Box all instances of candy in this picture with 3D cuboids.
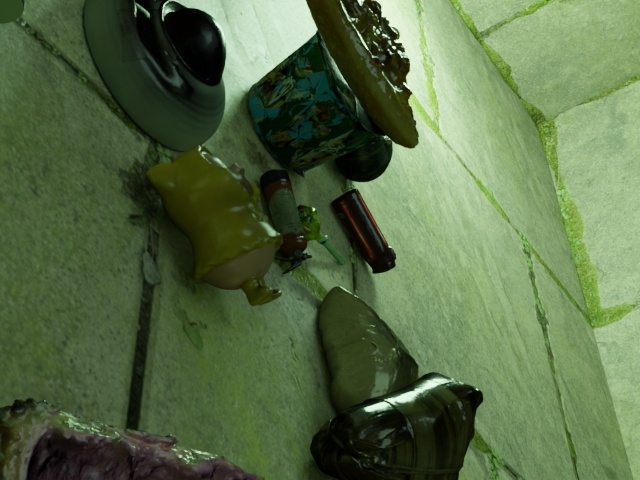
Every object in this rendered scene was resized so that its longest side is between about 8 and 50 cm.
[{"bbox_3d":[0.000,0.000,1.813,0.062,0.058,0.194,-63,146,-12],"label":"candy"}]

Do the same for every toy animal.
[{"bbox_3d":[-0.132,-0.014,1.437,0.229,0.156,0.156,57,21,11],"label":"toy animal"}]

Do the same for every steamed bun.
[{"bbox_3d":[0.091,0.205,1.701,0.231,0.110,0.212,48,28,-26],"label":"steamed bun"}]

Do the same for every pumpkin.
[{"bbox_3d":[0.077,-0.197,2.071,0.167,0.125,0.167,2,87,-59],"label":"pumpkin"}]

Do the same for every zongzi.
[{"bbox_3d":[0.106,0.359,1.582,0.286,0.134,0.288,-9,114,-42],"label":"zongzi"}]

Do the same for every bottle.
[{"bbox_3d":[0.085,-0.014,1.981,0.164,0.060,0.060,60,23,-9],"label":"bottle"}]

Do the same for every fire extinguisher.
[{"bbox_3d":[-0.058,-0.028,1.707,0.062,0.050,0.177,-5,63,-21],"label":"fire extinguisher"}]

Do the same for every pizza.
[{"bbox_3d":[0.071,-0.310,1.787,0.258,0.087,0.268,30,41,-47],"label":"pizza"}]

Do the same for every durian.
[{"bbox_3d":[-0.196,0.278,1.023,0.341,0.112,0.191,27,56,-39],"label":"durian"}]

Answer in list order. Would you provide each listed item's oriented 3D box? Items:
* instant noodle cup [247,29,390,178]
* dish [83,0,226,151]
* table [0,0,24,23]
[{"bbox_3d":[-0.007,-0.236,1.865,0.240,0.178,0.240,47,28,-34],"label":"instant noodle cup"},{"bbox_3d":[-0.204,-0.280,1.557,0.273,0.134,0.273,45,29,-34],"label":"dish"},{"bbox_3d":[-0.397,-0.222,0.996,0.166,0.198,0.166,46,29,-35],"label":"table"}]
